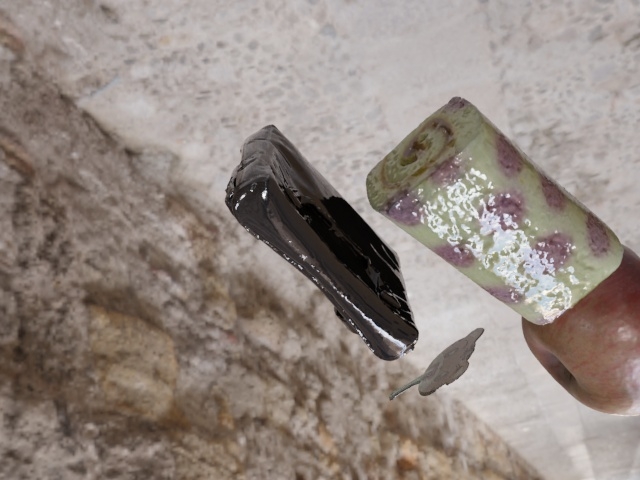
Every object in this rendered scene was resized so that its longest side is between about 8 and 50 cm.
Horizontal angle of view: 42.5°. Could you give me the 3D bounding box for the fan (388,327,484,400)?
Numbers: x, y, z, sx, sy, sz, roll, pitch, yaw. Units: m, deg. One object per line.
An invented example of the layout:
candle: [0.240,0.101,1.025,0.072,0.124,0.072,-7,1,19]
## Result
fan: [0.202,0.240,1.493,0.226,0.008,0.152,-38,-171,39]

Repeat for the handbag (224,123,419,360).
handbag: [0.000,0.000,0.963,0.088,0.244,0.275,-39,109,11]

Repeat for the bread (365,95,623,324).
bread: [0.245,-0.029,1.133,0.338,0.155,0.187,34,111,-29]

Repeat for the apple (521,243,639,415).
apple: [0.522,0.166,1.502,0.269,0.345,0.344,-43,148,13]
